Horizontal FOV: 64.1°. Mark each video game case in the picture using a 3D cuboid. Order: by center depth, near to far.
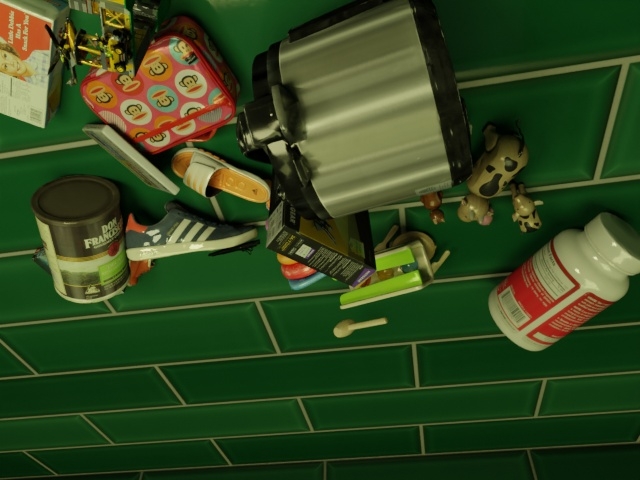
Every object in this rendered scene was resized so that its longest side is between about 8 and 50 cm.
[{"bbox_3d":[-0.446,-0.192,1.200,0.193,0.023,0.212,18,158,52],"label":"video game case"}]

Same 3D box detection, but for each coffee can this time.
[{"bbox_3d":[-0.615,-0.003,1.335,0.201,0.202,0.276,6,130,-5],"label":"coffee can"}]

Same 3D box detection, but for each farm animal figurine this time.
[{"bbox_3d":[0.410,-0.124,1.229,0.329,0.172,0.327,5,135,-4],"label":"farm animal figurine"}]

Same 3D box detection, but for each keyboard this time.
[{"bbox_3d":[-0.229,0.031,1.425,0.192,0.100,0.038,-11,98,51],"label":"keyboard"}]

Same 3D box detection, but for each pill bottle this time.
[{"bbox_3d":[0.687,0.117,1.427,0.228,0.229,0.408,21,132,-18],"label":"pill bottle"}]

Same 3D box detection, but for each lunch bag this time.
[{"bbox_3d":[-0.329,-0.311,1.105,0.292,0.120,0.258,-18,136,20],"label":"lunch bag"}]

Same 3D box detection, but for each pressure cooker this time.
[{"bbox_3d":[0.050,-0.232,0.988,0.419,0.376,0.370,-15,136,15],"label":"pressure cooker"}]

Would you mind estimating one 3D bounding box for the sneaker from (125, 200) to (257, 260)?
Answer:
[{"bbox_3d":[-0.347,-0.040,1.378,0.349,0.148,0.131,-8,180,-17],"label":"sneaker"}]

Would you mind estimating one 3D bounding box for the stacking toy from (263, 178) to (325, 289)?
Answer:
[{"bbox_3d":[-0.080,-0.032,1.361,0.165,0.175,0.302,-28,115,5],"label":"stacking toy"}]

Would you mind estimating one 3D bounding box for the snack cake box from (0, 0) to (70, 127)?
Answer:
[{"bbox_3d":[-0.621,-0.382,1.052,0.152,0.089,0.264,20,132,-16],"label":"snack cake box"}]

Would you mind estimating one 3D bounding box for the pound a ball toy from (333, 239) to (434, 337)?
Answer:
[{"bbox_3d":[0.167,0.140,1.469,0.319,0.135,0.208,-20,89,34],"label":"pound a ball toy"}]

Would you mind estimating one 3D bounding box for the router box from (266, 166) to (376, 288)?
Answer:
[{"bbox_3d":[0.001,-0.061,1.204,0.242,0.309,0.081,25,127,-23],"label":"router box"}]

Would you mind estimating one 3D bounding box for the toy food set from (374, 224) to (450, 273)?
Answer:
[{"bbox_3d":[0.267,0.023,1.483,0.191,0.039,0.132,26,126,-9],"label":"toy food set"}]

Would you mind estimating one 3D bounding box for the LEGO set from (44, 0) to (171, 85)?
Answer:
[{"bbox_3d":[-0.376,-0.442,0.854,0.191,0.332,0.255,13,154,-9],"label":"LEGO set"}]

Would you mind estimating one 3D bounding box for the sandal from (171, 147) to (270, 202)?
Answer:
[{"bbox_3d":[-0.254,-0.147,1.255,0.265,0.076,0.102,19,132,4],"label":"sandal"}]

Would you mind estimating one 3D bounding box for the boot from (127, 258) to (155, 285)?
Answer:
[{"bbox_3d":[-0.547,0.086,1.545,0.084,0.059,0.158,9,134,-15],"label":"boot"}]

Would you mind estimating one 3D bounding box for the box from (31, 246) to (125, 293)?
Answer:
[{"bbox_3d":[-0.732,0.095,1.564,0.159,0.044,0.233,-15,133,15],"label":"box"}]
